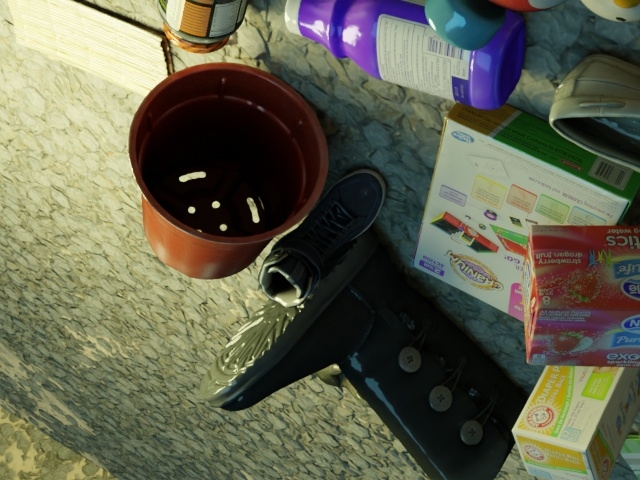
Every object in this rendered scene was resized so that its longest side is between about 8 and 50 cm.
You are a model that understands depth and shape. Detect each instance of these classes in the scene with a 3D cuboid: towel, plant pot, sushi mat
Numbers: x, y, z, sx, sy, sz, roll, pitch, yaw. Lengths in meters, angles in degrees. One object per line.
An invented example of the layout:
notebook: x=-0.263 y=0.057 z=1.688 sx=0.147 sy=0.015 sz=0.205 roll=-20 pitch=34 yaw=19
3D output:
towel: x=0.540 y=0.355 z=1.580 sx=0.113 sy=0.023 sz=0.152 roll=-14 pitch=120 yaw=48
plant pot: x=-0.151 y=-0.077 z=1.480 sx=0.272 sy=0.272 sz=0.265 roll=36 pitch=156 yaw=1
sushi mat: x=-0.363 y=-0.312 z=1.581 sx=0.317 sy=0.019 sz=0.151 roll=25 pitch=145 yaw=18

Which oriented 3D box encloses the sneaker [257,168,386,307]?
sneaker: x=0.001 y=0.002 z=1.435 sx=0.086 sy=0.163 sz=0.226 roll=44 pitch=111 yaw=-7

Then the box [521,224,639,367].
box: x=0.371 y=0.066 z=1.185 sx=0.257 sy=0.128 sz=0.122 roll=1 pitch=141 yaw=6

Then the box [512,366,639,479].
box: x=0.368 y=0.235 z=1.414 sx=0.114 sy=0.203 sz=0.103 roll=8 pitch=137 yaw=37

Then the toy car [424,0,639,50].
toy car: x=0.258 y=-0.260 z=0.923 sx=0.238 sy=0.210 sz=0.219 roll=28 pitch=137 yaw=-10

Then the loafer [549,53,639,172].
loafer: x=0.395 y=-0.091 z=1.065 sx=0.319 sy=0.111 sz=0.112 roll=25 pitch=146 yaw=18

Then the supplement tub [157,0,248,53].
supplement tub: x=-0.142 y=-0.329 z=1.263 sx=0.117 sy=0.117 sz=0.190 roll=34 pitch=147 yaw=5

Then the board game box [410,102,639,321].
board game box: x=0.257 y=-0.024 z=1.321 sx=0.242 sy=0.064 sz=0.316 roll=27 pitch=146 yaw=14

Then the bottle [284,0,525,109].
bottle: x=0.094 y=-0.240 z=1.176 sx=0.283 sy=0.092 sz=0.118 roll=20 pitch=143 yaw=24

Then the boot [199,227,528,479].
boot: x=0.085 y=0.250 z=1.571 sx=0.445 sy=0.367 sz=0.146 roll=49 pitch=167 yaw=-19

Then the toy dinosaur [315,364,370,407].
toy dinosaur: x=0.002 y=0.200 z=1.824 sx=0.314 sy=0.121 sz=0.160 roll=27 pitch=158 yaw=7
